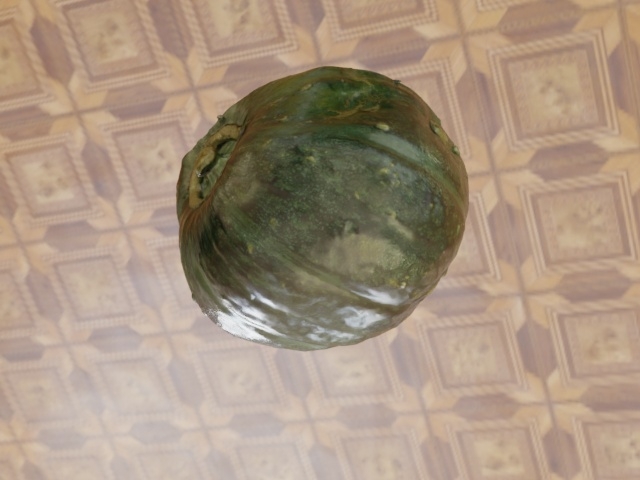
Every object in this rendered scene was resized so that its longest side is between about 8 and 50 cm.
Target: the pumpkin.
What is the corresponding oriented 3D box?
[{"bbox_3d":[0.000,0.000,1.034,0.263,0.197,0.293,33,125,-25],"label":"pumpkin"}]
